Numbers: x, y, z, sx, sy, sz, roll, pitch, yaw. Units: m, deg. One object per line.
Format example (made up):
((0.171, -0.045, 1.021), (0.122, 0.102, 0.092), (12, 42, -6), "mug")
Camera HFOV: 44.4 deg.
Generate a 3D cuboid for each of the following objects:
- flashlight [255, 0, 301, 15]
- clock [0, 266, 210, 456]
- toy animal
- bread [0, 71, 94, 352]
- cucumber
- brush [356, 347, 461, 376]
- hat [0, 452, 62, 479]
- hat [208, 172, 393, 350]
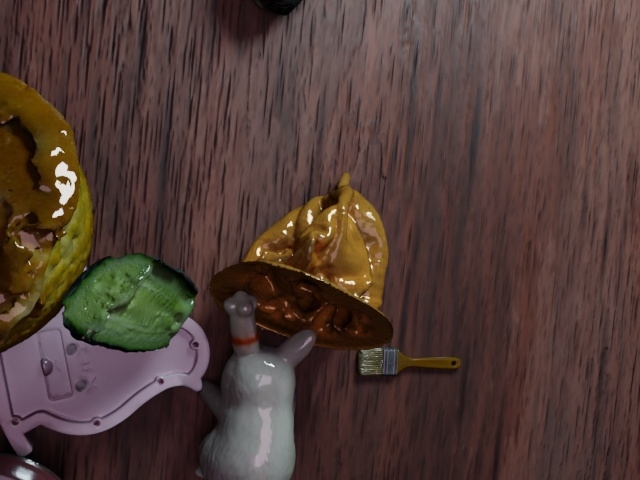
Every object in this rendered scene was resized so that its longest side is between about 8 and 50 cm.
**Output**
((0.054, -0.491, 1.097), (0.103, 0.103, 0.424), (43, 81, -13), "flashlight")
((-0.302, 0.102, 1.034), (0.275, 0.080, 0.290), (-14, 97, -15), "clock")
((-0.087, 0.208, 1.069), (0.141, 0.138, 0.282), (4, 89, -18), "toy animal")
((-0.423, -0.025, 0.881), (0.358, 0.204, 0.336), (16, 80, 13), "bread")
((-0.222, 0.070, 0.924), (0.086, 0.193, 0.115), (21, 83, 26), "cucumber")
((0.136, 0.185, 1.192), (0.170, 0.014, 0.043), (4, 90, -17), "brush")
((-0.408, 0.345, 1.004), (0.206, 0.089, 0.205), (-1, 111, -3), "hat")
((0.000, 0.000, 1.093), (0.233, 0.244, 0.233), (46, 51, -39), "hat")
